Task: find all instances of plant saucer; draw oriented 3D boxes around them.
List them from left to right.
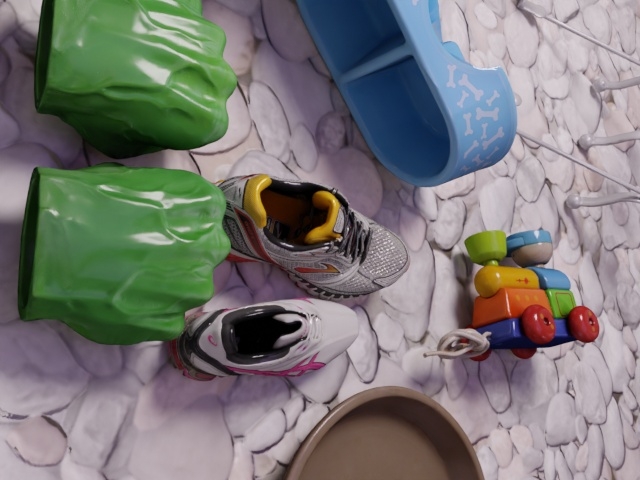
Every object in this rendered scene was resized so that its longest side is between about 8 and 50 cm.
[{"bbox_3d":[0.058,0.275,0.670,0.278,0.041,0.277,10,74,-39],"label":"plant saucer"}]

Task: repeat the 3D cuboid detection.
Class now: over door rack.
[{"bbox_3d":[0.365,-0.177,0.996,0.324,0.108,0.239,30,62,-16],"label":"over door rack"}]

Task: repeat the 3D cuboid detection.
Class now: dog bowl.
[{"bbox_3d":[0.073,-0.184,0.710,0.074,0.166,0.297,-34,104,-27],"label":"dog bowl"}]

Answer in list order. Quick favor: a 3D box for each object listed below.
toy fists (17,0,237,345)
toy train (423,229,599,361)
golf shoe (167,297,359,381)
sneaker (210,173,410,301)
[{"bbox_3d":[-0.140,-0.062,0.543,0.142,0.096,0.279,6,78,-29],"label":"toy fists"},{"bbox_3d":[0.189,0.053,0.795,0.248,0.105,0.143,6,67,-39],"label":"toy train"},{"bbox_3d":[-0.028,0.083,0.610,0.186,0.086,0.067,-4,82,-42],"label":"golf shoe"},{"bbox_3d":[0.000,0.000,0.646,0.225,0.093,0.088,15,71,-38],"label":"sneaker"}]
